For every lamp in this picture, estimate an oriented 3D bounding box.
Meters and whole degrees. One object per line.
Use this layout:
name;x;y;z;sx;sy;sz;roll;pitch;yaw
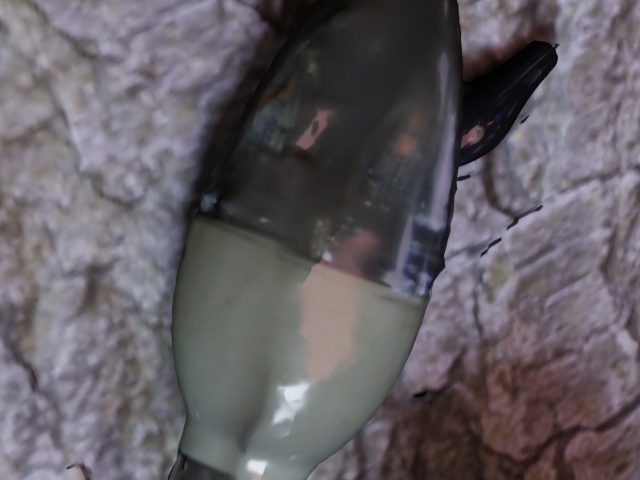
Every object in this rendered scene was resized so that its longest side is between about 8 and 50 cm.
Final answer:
lamp;0.000;0.000;0.609;0.101;0.101;0.250;22;88;-35

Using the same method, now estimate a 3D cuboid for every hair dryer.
hair dryer;0.061;-0.081;0.671;0.079;0.031;0.083;-46;115;-26
